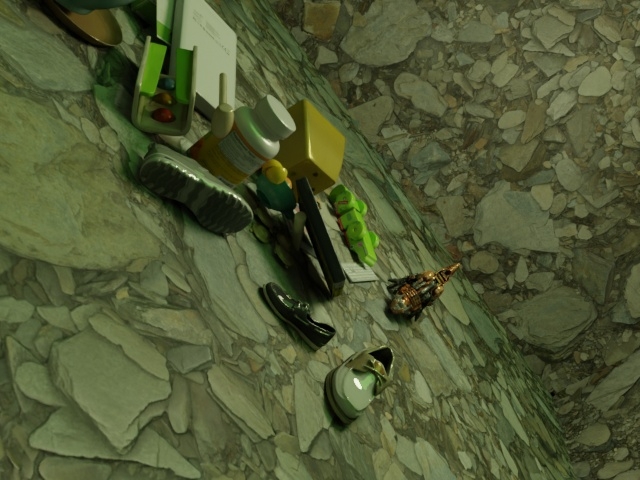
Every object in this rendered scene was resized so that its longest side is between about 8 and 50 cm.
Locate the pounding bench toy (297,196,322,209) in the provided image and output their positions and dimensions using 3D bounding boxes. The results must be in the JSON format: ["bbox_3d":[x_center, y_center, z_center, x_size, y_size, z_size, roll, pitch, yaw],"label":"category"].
[{"bbox_3d":[-0.040,-0.127,1.924,0.065,0.052,0.083,42,22,-33],"label":"pounding bench toy"}]

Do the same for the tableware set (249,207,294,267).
[{"bbox_3d":[-0.119,-0.008,1.574,0.168,0.020,0.141,48,19,-16],"label":"tableware set"}]

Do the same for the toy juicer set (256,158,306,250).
[{"bbox_3d":[-0.101,-0.135,1.580,0.329,0.089,0.209,55,-21,-4],"label":"toy juicer set"}]

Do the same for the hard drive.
[{"bbox_3d":[-0.320,-0.509,1.732,0.233,0.047,0.353,38,40,-49],"label":"hard drive"}]

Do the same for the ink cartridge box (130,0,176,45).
[{"bbox_3d":[-0.432,-0.616,1.746,0.189,0.097,0.255,26,52,-57],"label":"ink cartridge box"}]

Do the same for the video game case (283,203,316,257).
[{"bbox_3d":[-0.037,-0.029,1.808,0.201,0.023,0.183,33,28,-48],"label":"video game case"}]

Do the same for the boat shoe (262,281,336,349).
[{"bbox_3d":[-0.045,0.158,1.395,0.206,0.065,0.075,48,20,-19],"label":"boat shoe"}]

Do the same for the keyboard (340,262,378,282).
[{"bbox_3d":[0.126,0.101,2.004,0.072,0.014,0.256,60,19,14],"label":"keyboard"}]

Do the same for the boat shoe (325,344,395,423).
[{"bbox_3d":[0.097,0.310,1.426,0.113,0.103,0.302,54,18,-2],"label":"boat shoe"}]

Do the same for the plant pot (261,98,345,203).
[{"bbox_3d":[-0.059,-0.237,1.802,0.212,0.212,0.187,37,36,-43],"label":"plant pot"}]

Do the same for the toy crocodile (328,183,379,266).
[{"bbox_3d":[0.111,-0.057,2.128,0.115,0.105,0.340,31,35,-52],"label":"toy crocodile"}]

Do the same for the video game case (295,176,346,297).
[{"bbox_3d":[0.000,0.000,1.608,0.248,0.035,0.275,88,-19,-77],"label":"video game case"}]

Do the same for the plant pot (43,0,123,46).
[{"bbox_3d":[-0.547,-0.525,1.393,0.236,0.032,0.236,48,20,-23],"label":"plant pot"}]

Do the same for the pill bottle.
[{"bbox_3d":[-0.182,-0.220,1.424,0.136,0.246,0.136,47,20,-23],"label":"pill bottle"}]

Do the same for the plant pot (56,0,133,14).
[{"bbox_3d":[-0.492,-0.604,1.300,0.293,0.196,0.293,47,19,-22],"label":"plant pot"}]

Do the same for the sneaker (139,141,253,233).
[{"bbox_3d":[-0.248,-0.117,1.306,0.281,0.105,0.115,39,24,-39],"label":"sneaker"}]

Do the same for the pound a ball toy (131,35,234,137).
[{"bbox_3d":[-0.312,-0.327,1.414,0.208,0.135,0.319,7,38,-16],"label":"pound a ball toy"}]

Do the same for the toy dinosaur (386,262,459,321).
[{"bbox_3d":[0.350,0.171,2.091,0.322,0.218,0.164,-7,73,-23],"label":"toy dinosaur"}]
